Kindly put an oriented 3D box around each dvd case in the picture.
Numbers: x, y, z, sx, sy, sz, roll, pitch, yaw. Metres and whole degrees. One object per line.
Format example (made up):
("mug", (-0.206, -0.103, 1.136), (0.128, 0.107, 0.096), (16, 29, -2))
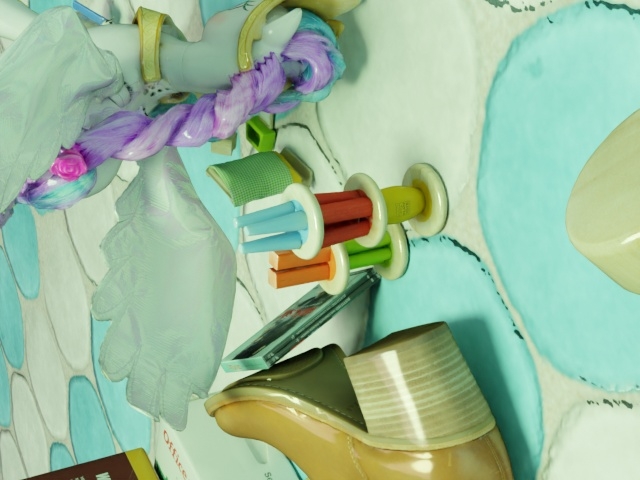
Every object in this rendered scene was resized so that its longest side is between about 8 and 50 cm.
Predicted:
("dvd case", (-0.017, 0.063, 0.933), (0.013, 0.119, 0.087), (58, 154, -8))

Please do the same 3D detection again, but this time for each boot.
("boot", (0.035, 0.186, 0.884), (0.283, 0.109, 0.220), (-18, 92, 45))

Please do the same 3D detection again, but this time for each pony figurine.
("pony figurine", (-0.175, -0.079, 0.883), (0.364, 0.351, 0.302), (3, 143, 30))

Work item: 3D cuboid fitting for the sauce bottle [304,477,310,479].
("sauce bottle", (0.018, 0.201, 0.997), (0.042, 0.042, 0.128), (69, 151, 19))

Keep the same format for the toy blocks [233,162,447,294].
("toy blocks", (0.000, 0.000, 0.840), (0.054, 0.148, 0.123), (67, 150, 22))

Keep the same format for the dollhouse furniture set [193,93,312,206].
("dollhouse furniture set", (-0.068, -0.093, 1.012), (0.151, 0.076, 0.058), (47, 139, 47))

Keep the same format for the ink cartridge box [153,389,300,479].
("ink cartridge box", (-0.101, 0.280, 1.195), (0.160, 0.093, 0.219), (52, 143, 40))

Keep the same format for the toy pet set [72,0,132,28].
("toy pet set", (-0.231, -0.206, 1.320), (0.114, 0.065, 0.122), (31, 141, 9))

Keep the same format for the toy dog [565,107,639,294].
("toy dog", (0.240, -0.009, 0.388), (0.334, 0.220, 0.161), (26, 84, 52))

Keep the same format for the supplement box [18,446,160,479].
("supplement box", (-0.229, 0.330, 1.142), (0.191, 0.194, 0.129), (54, 144, 39))
